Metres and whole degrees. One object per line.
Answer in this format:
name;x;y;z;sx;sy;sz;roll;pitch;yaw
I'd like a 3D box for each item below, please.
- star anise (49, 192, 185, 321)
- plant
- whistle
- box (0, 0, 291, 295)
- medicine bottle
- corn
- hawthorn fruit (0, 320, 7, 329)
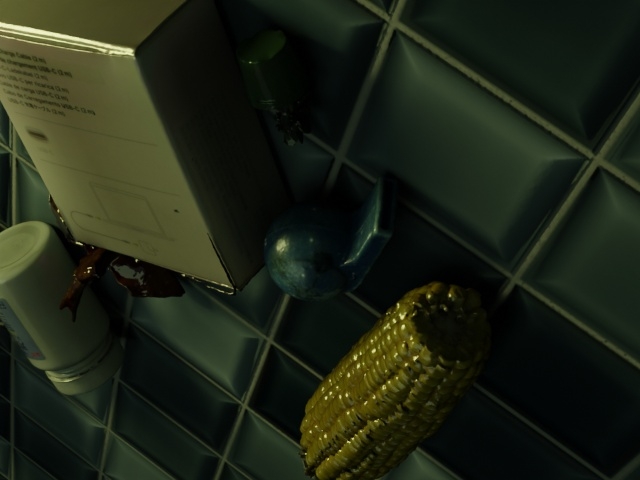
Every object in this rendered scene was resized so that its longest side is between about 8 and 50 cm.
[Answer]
star anise;-0.239;0.033;1.315;0.140;0.144;0.158;31;-161;-51
plant;-0.028;-0.107;0.979;0.051;0.051;0.102;16;145;35
whistle;0.000;0.000;1.051;0.090;0.090;0.158;38;149;5
box;-0.154;-0.093;1.078;0.203;0.106;0.252;16;142;36
medicine bottle;-0.299;0.077;1.451;0.103;0.103;0.187;9;137;41
corn;0.061;0.130;1.130;0.115;0.115;0.318;39;146;3
hawthorn fruit;-0.456;0.051;1.508;0.253;0.205;0.205;29;147;9
